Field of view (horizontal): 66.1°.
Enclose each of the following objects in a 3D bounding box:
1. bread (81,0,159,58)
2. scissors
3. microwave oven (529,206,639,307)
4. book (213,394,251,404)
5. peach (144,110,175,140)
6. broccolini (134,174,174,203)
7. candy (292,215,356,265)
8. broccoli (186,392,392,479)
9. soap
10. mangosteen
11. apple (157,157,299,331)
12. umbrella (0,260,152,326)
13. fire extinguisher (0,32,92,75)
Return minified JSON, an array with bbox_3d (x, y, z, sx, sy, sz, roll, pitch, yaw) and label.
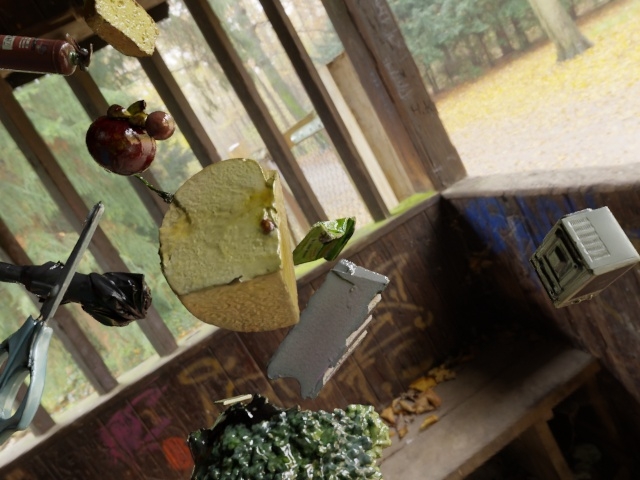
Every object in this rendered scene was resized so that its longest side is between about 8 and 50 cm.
[{"bbox_3d":[-0.411,-0.453,0.999,0.065,0.103,0.187,1,-11,21],"label":"bread"},{"bbox_3d":[-0.401,0.103,0.714,0.191,0.029,0.360,13,78,43],"label":"scissors"},{"bbox_3d":[0.679,0.045,1.301,0.145,0.194,0.240,-18,-26,-6],"label":"microwave oven"},{"bbox_3d":[-0.309,0.561,1.729,0.111,0.014,0.077,-2,-15,-40],"label":"book"},{"bbox_3d":[-0.437,-0.311,1.338,0.083,0.083,0.083,-28,12,6],"label":"peach"},{"bbox_3d":[-0.614,-0.195,1.779,0.044,0.218,0.042,-62,-13,16],"label":"broccolini"},{"bbox_3d":[0.000,0.000,1.263,0.149,0.069,0.246,-58,-18,20],"label":"candy"},{"bbox_3d":[-0.039,0.301,0.606,0.247,0.243,0.263,27,67,25],"label":"broccoli"},{"bbox_3d":[0.023,0.217,1.265,0.302,0.159,0.257,-40,-24,-51],"label":"soap"},{"bbox_3d":[-0.617,-0.332,1.566,0.257,0.215,0.215,-53,6,15],"label":"mangosteen"},{"bbox_3d":[-0.152,0.000,0.982,0.252,0.314,0.309,-46,42,33],"label":"apple"},{"bbox_3d":[-0.511,0.092,0.986,0.340,0.118,0.118,14,9,-7],"label":"umbrella"},{"bbox_3d":[-0.847,-0.571,1.485,0.337,0.106,0.147,3,-21,-4],"label":"fire extinguisher"}]
